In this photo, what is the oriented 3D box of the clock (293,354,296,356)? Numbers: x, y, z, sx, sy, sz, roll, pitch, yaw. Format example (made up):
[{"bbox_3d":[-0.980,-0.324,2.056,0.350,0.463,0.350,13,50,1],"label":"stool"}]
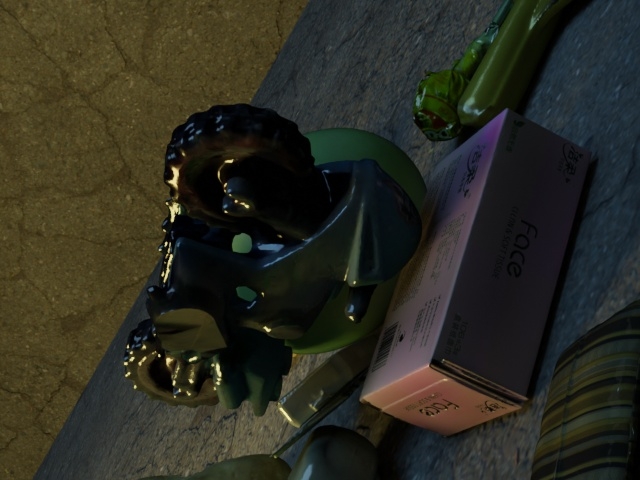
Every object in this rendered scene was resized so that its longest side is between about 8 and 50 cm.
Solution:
[{"bbox_3d":[-0.035,0.042,1.738,0.194,0.100,0.195,-53,19,26],"label":"clock"}]

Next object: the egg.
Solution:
[{"bbox_3d":[0.000,0.000,1.405,0.269,0.220,0.220,-49,19,27],"label":"egg"}]

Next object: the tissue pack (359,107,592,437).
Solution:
[{"bbox_3d":[0.133,0.030,1.118,0.148,0.092,0.246,-40,27,63],"label":"tissue pack"}]

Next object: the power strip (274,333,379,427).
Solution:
[{"bbox_3d":[0.016,0.137,1.315,0.081,0.035,0.192,-44,-7,13],"label":"power strip"}]

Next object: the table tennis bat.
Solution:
[{"bbox_3d":[0.248,-0.274,1.369,0.368,0.054,0.224,-61,16,-6],"label":"table tennis bat"}]

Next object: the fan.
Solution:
[{"bbox_3d":[0.036,0.136,1.259,0.240,0.009,0.131,-39,-6,-23],"label":"fan"}]

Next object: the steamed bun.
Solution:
[{"bbox_3d":[-0.121,0.317,1.433,0.212,0.231,0.110,-34,56,25],"label":"steamed bun"}]

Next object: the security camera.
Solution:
[{"bbox_3d":[-0.037,0.314,1.236,0.301,0.080,0.157,-61,0,8],"label":"security camera"}]

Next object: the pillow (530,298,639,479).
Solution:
[{"bbox_3d":[0.175,0.138,0.875,0.113,0.038,0.203,-47,21,52],"label":"pillow"}]

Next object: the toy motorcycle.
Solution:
[{"bbox_3d":[-0.050,0.042,1.211,0.416,0.232,0.172,110,166,-46],"label":"toy motorcycle"}]

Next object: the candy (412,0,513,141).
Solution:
[{"bbox_3d":[0.187,-0.226,1.492,0.262,0.073,0.077,-58,-14,-8],"label":"candy"}]
